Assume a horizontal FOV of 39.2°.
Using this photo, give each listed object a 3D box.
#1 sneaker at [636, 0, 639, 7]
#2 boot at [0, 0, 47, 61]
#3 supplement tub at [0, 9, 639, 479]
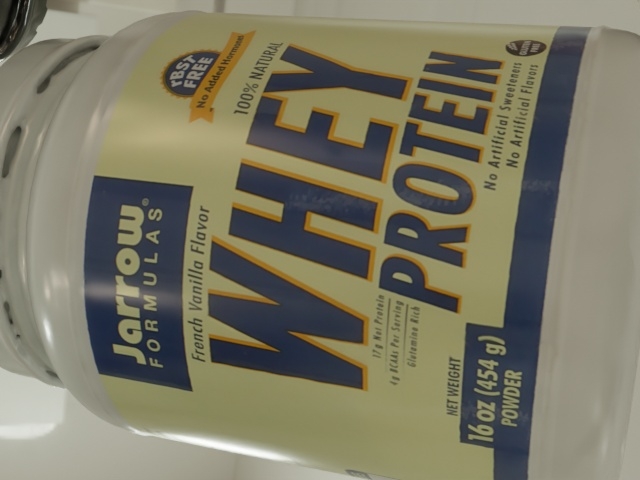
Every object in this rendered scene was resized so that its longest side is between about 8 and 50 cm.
[{"bbox_3d":[0.198,-0.174,0.516,0.075,0.161,0.057,29,-121,28],"label":"sneaker"},{"bbox_3d":[-0.303,-0.223,0.532,0.131,0.348,0.260,27,-135,19],"label":"boot"},{"bbox_3d":[0.000,0.000,0.478,0.325,0.235,0.235,7,-169,18],"label":"supplement tub"}]
